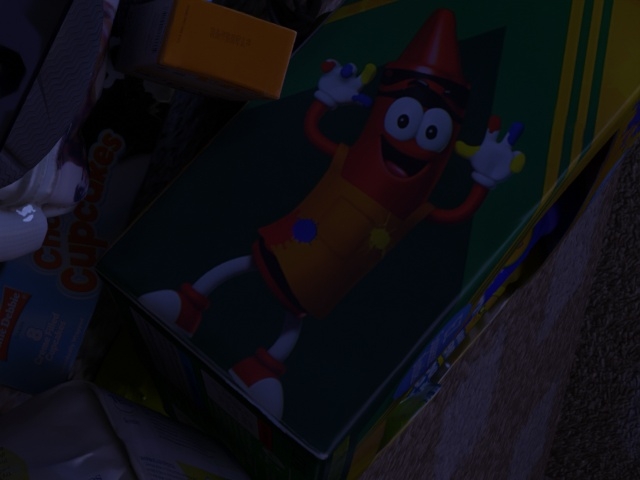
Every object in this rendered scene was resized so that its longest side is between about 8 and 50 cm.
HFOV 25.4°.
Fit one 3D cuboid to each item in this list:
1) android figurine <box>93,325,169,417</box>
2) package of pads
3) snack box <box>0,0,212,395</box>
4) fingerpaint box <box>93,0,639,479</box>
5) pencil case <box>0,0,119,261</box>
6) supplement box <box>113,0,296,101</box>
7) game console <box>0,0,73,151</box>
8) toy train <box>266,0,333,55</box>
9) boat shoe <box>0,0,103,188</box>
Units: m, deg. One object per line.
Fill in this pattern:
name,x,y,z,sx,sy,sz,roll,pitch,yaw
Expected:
android figurine,-0.123,0.141,1.202,0.248,0.056,0.273,-60,160,-20
package of pads,-0.196,0.199,0.816,0.296,0.101,0.229,-31,159,5
snack box,-0.126,-0.080,0.837,0.187,0.060,0.322,-155,-94,-77
fingerpaint box,0.060,-0.010,0.932,0.371,0.163,0.445,-48,170,-14
pencil case,-0.130,-0.204,0.647,0.160,0.183,0.410,10,103,-46
supplement box,-0.059,-0.093,0.701,0.098,0.062,0.036,-167,-88,-69
game console,-0.208,-0.109,0.356,0.342,0.060,0.386,28,85,-50
toy train,-0.003,-0.155,1.156,0.143,0.105,0.248,-55,158,-59
boat shoe,-0.196,-0.169,0.493,0.132,0.130,0.355,-45,132,-23
